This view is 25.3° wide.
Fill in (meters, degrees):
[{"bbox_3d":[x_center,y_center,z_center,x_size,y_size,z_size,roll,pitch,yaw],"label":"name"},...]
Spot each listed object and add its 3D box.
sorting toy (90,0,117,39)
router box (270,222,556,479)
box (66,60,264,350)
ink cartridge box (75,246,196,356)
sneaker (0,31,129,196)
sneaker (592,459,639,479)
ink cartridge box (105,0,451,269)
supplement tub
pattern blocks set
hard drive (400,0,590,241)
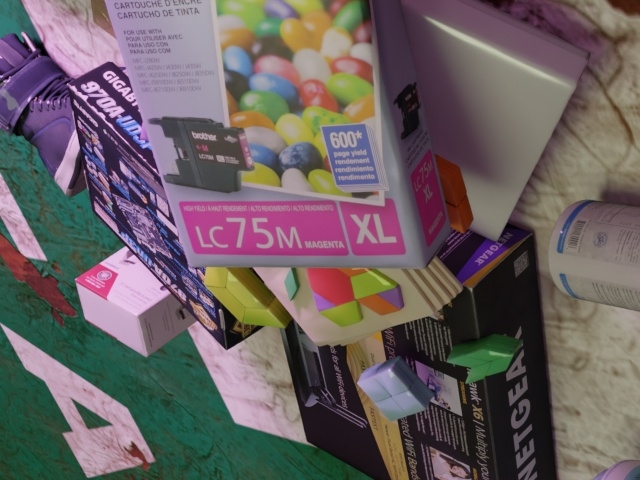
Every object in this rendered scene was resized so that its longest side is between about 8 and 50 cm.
[{"bbox_3d":[-0.190,-0.217,1.301,0.062,0.012,0.083,42,152,24],"label":"sorting toy"},{"bbox_3d":[0.073,0.093,1.212,0.243,0.081,0.309,25,140,37],"label":"router box"},{"bbox_3d":[-0.135,-0.031,1.262,0.220,0.051,0.175,43,153,30],"label":"box"},{"bbox_3d":[-0.158,0.042,1.414,0.099,0.135,0.056,26,138,36],"label":"ink cartridge box"},{"bbox_3d":[-0.262,-0.150,1.399,0.163,0.086,0.226,50,148,2],"label":"sneaker"},{"bbox_3d":[0.240,0.308,1.178,0.208,0.127,0.319,1,123,51],"label":"sneaker"},{"bbox_3d":[-0.038,-0.125,0.912,0.186,0.065,0.311,0,118,26],"label":"ink cartridge box"},{"bbox_3d":[0.212,0.012,0.952,0.107,0.071,0.071,13,132,47],"label":"supplement tub"},{"bbox_3d":[0.000,0.000,1.055,0.325,0.026,0.285,42,141,-5],"label":"pattern blocks set"},{"bbox_3d":[0.014,-0.125,0.995,0.307,0.040,0.203,26,150,6],"label":"hard drive"}]
